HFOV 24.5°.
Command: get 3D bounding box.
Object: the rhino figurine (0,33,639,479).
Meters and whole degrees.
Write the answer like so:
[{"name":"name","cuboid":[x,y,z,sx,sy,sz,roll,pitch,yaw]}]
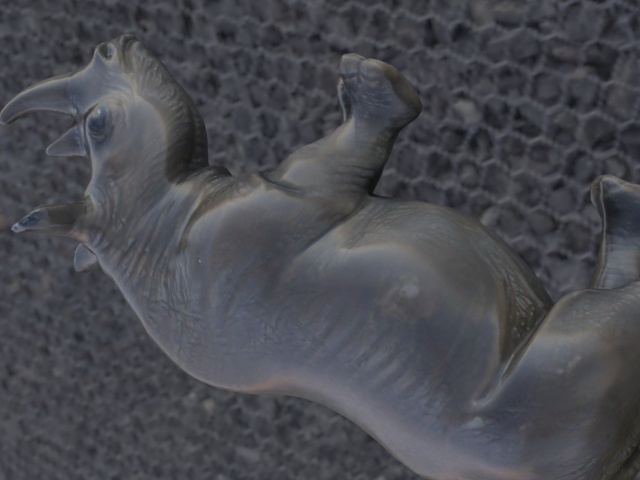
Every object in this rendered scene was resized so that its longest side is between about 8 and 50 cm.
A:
[{"name":"rhino figurine","cuboid":[0.000,0.000,0.445,0.243,0.073,0.106,22,86,18]}]
